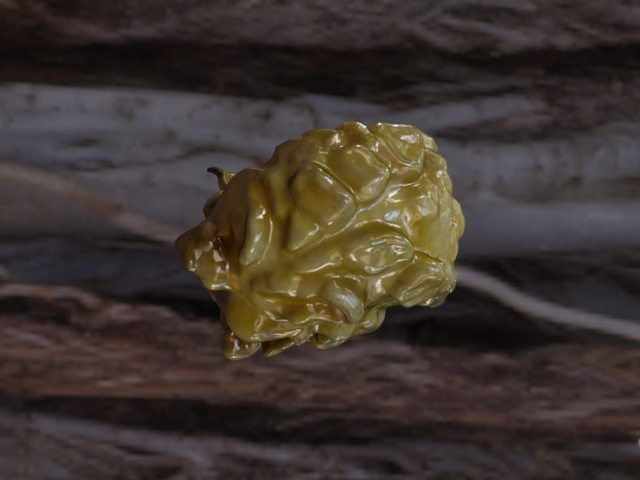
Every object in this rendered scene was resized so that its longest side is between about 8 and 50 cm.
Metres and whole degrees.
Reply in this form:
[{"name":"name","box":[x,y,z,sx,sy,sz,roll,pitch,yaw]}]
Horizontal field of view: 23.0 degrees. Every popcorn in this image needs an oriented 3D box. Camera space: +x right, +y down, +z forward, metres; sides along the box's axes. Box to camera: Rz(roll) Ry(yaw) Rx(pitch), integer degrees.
[{"name":"popcorn","box":[0.000,0.000,0.418,0.082,0.083,0.057,-19,-95,59]}]
